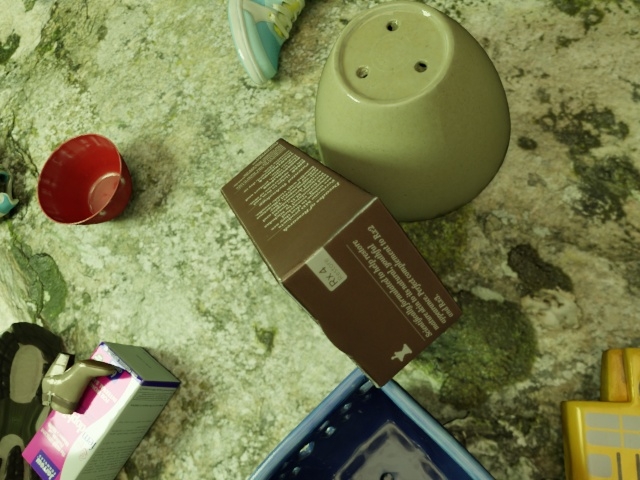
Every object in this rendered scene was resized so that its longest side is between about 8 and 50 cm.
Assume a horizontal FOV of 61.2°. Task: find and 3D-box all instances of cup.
[{"bbox_3d":[0.128,-0.222,0.836,0.330,0.237,0.332,-4,72,14],"label":"cup"}]

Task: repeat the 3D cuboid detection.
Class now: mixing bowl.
[{"bbox_3d":[-0.432,-0.101,1.036,0.181,0.098,0.182,-5,72,15],"label":"mixing bowl"}]

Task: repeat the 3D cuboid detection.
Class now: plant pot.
[{"bbox_3d":[0.081,0.319,0.699,0.236,0.212,0.236,-46,67,0],"label":"plant pot"}]

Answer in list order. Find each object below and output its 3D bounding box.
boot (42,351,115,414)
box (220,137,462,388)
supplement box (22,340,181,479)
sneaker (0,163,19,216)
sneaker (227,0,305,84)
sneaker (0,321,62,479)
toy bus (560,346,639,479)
[{"bbox_3d":[-0.378,0.225,0.837,0.118,0.042,0.087,9,82,22],"label":"boot"},{"bbox_3d":[0.000,0.000,0.724,0.143,0.191,0.381,-40,28,0],"label":"box"},{"bbox_3d":[-0.356,0.291,0.889,0.111,0.114,0.220,32,86,23],"label":"supplement box"},{"bbox_3d":[-0.711,-0.143,1.144,0.092,0.087,0.229,-29,75,-1],"label":"sneaker"},{"bbox_3d":[-0.060,-0.457,1.022,0.208,0.127,0.319,-9,72,15],"label":"sneaker"},{"bbox_3d":[-0.566,0.354,0.920,0.182,0.158,0.411,-22,50,32],"label":"sneaker"},{"bbox_3d":[0.380,0.305,0.675,0.130,0.108,0.333,-2,74,17],"label":"toy bus"}]
